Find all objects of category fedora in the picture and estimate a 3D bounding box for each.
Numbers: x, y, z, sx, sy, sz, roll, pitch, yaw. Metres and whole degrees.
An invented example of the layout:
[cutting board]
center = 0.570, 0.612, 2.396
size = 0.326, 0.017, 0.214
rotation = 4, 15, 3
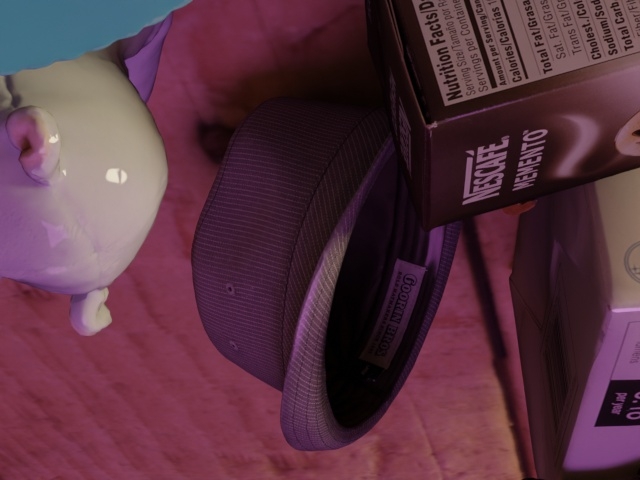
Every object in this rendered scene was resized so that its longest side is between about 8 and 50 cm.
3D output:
[fedora]
center = 0.000, 0.000, 0.885
size = 0.124, 0.244, 0.275
rotation = 21, 140, 20

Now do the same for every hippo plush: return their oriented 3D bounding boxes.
[hippo plush]
center = -0.142, -0.062, 0.689
size = 0.294, 0.237, 0.234
rotation = -5, 149, 2

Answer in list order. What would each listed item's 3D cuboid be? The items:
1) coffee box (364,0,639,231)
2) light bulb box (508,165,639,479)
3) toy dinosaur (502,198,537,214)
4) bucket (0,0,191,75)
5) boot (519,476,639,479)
[coffee box]
center = 0.175, -0.117, 0.673
size = 0.297, 0.119, 0.168
rotation = -16, 165, 0
[light bulb box]
center = 0.325, 0.018, 0.901
size = 0.361, 0.225, 0.358
rotation = -4, 150, 1
[toy dinosaur]
center = 0.120, -0.066, 0.851
size = 0.064, 0.112, 0.211
rotation = 17, 146, 16
[bucket]
center = -0.133, -0.199, 0.462
size = 0.281, 0.183, 0.281
rotation = -15, 151, -9
[boot]
center = 0.191, 0.159, 0.866
size = 0.114, 0.037, 0.106
rotation = -18, 159, 31
